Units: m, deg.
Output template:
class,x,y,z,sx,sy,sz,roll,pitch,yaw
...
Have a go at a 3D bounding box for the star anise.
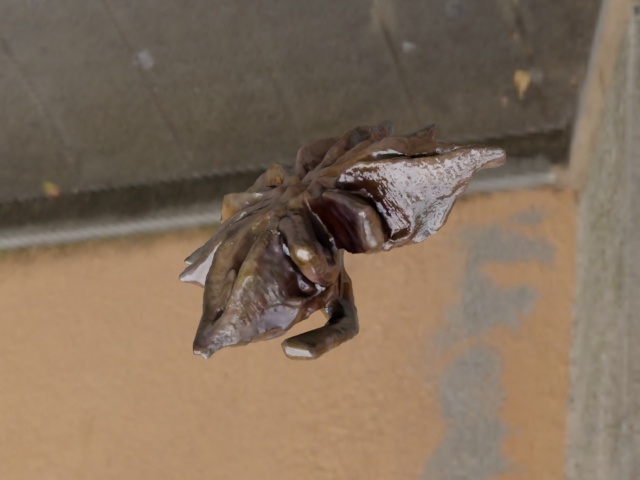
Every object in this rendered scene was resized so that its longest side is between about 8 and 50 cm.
class,x,y,z,sx,sy,sz,roll,pitch,yaw
star anise,0.000,-0.003,1.196,0.109,0.292,0.349,50,168,-21
